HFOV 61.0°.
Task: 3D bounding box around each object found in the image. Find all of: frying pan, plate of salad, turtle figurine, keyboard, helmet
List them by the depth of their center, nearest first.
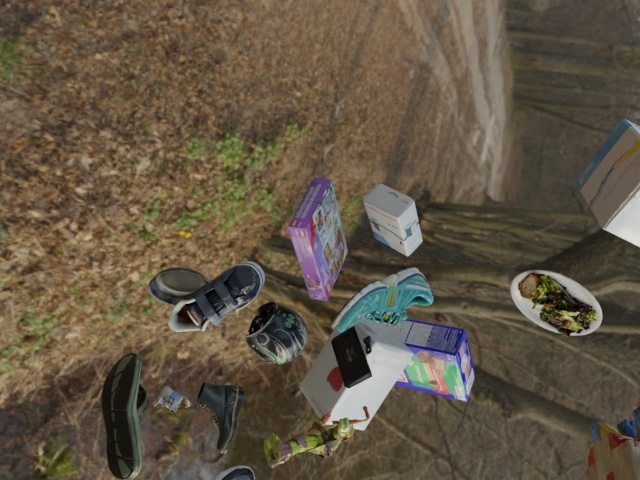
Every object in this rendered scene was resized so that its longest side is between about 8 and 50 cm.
[{"bbox_3d":[0.513,0.146,1.202,0.048,0.199,0.200,-47,149,-31],"label":"plate of salad"},{"bbox_3d":[-0.012,0.443,1.211,0.269,0.217,0.087,139,-61,-62],"label":"turtle figurine"},{"bbox_3d":[0.092,0.294,1.413,0.023,0.108,0.180,51,10,-33],"label":"keyboard"},{"bbox_3d":[-0.119,0.271,1.555,0.161,0.169,0.169,46,50,-21],"label":"helmet"},{"bbox_3d":[-0.374,0.125,1.676,0.197,0.325,0.053,57,21,-48],"label":"frying pan"}]

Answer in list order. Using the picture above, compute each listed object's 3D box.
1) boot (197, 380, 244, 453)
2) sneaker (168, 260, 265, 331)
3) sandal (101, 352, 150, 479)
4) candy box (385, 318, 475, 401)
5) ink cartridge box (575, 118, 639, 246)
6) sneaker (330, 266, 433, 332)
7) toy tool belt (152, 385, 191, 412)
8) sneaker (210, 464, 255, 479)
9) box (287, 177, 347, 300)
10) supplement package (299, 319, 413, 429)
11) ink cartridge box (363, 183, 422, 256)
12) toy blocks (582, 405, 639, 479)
[{"bbox_3d":[-0.320,0.527,1.635,0.077,0.136,0.198,-28,-132,63],"label":"boot"},{"bbox_3d":[-0.303,0.177,1.571,0.126,0.321,0.127,55,22,-5],"label":"sneaker"},{"bbox_3d":[-0.481,0.439,1.372,0.086,0.120,0.303,20,58,-56],"label":"sandal"},{"bbox_3d":[0.351,0.405,1.887,0.122,0.317,0.268,-56,138,-37],"label":"candy box"},{"bbox_3d":[0.773,-0.123,1.281,0.270,0.198,0.197,-70,-173,-59],"label":"ink cartridge box"},{"bbox_3d":[0.150,0.150,1.270,0.275,0.110,0.107,-22,158,-25],"label":"sneaker"},{"bbox_3d":[-0.357,0.391,1.305,0.051,0.083,0.052,-57,163,-30],"label":"toy tool belt"},{"bbox_3d":[-0.180,0.544,1.049,0.268,0.153,0.101,-37,106,-52],"label":"sneaker"},{"bbox_3d":[0.000,0.000,1.525,0.293,0.057,0.201,75,30,-43],"label":"box"},{"bbox_3d":[0.104,0.393,1.639,0.175,0.177,0.293,23,102,-37],"label":"supplement package"},{"bbox_3d":[0.219,-0.061,1.634,0.082,0.139,0.191,-46,142,-17],"label":"ink cartridge box"},{"bbox_3d":[0.785,0.585,1.410,0.382,0.190,0.261,91,9,-52],"label":"toy blocks"}]
